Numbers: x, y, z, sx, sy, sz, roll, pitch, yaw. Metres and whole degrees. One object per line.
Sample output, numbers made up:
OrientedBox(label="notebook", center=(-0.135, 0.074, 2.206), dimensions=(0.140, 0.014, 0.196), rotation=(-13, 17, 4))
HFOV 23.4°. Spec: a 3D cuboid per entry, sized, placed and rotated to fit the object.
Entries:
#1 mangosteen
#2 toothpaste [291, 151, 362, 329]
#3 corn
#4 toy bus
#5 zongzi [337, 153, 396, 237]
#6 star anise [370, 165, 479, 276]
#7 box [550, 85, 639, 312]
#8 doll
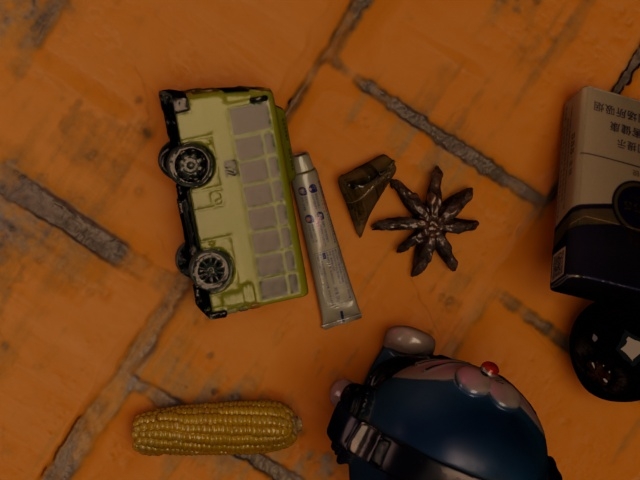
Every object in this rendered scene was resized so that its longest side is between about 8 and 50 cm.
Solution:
OrientedBox(label="mangosteen", center=(0.382, 0.125, 1.919), dimensions=(0.137, 0.137, 0.151), rotation=(56, 48, -12))
OrientedBox(label="toothpaste", center=(0.000, 0.000, 1.864), dimensions=(0.052, 0.033, 0.218), rotation=(-17, 101, -9))
OrientedBox(label="corn", center=(-0.124, 0.225, 1.839), dimensions=(0.206, 0.067, 0.067), rotation=(-3, 96, -10))
OrientedBox(label="toy bus", center=(-0.102, -0.054, 1.786), dimensions=(0.150, 0.128, 0.262), rotation=(-11, 99, -12))
OrientedBox(label="zongzi", center=(0.066, -0.055, 1.871), dimensions=(0.076, 0.040, 0.083), rotation=(-28, 112, -15))
OrientedBox(label="star anise", center=(0.136, -0.024, 1.885), dimensions=(0.141, 0.042, 0.141), rotation=(-1, 96, -14))
OrientedBox(label="box", center=(0.369, -0.045, 1.869), dimensions=(0.168, 0.071, 0.259), rotation=(13, 66, -14))
OrientedBox(label="doll", center=(0.140, 0.241, 1.775), dimensions=(0.284, 0.310, 0.240), rotation=(22, 92, -14))
